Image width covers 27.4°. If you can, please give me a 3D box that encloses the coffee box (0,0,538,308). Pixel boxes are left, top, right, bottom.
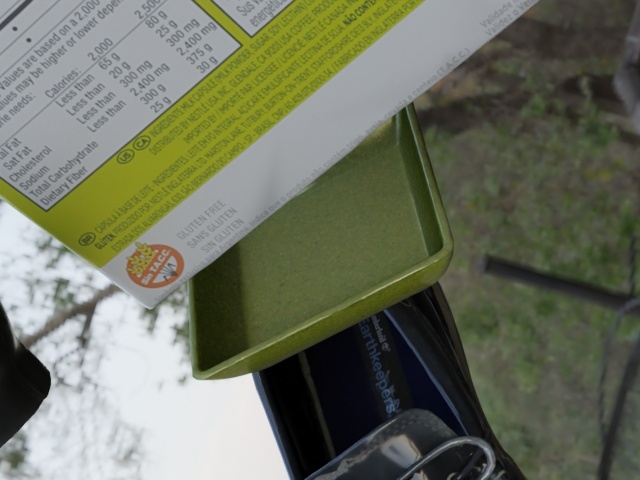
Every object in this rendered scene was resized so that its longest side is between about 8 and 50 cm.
[{"bbox_3d":[-0.093,-0.246,0.698,0.338,0.334,0.337,-38,34,19],"label":"coffee box"}]

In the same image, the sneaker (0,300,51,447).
[{"bbox_3d":[-0.244,0.086,0.624,0.118,0.222,0.083,69,-175,-57],"label":"sneaker"}]

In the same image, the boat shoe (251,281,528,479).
[{"bbox_3d":[0.063,0.187,0.914,0.156,0.187,0.500,23,-142,-50],"label":"boat shoe"}]

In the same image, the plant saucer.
[{"bbox_3d":[0.000,0.000,0.879,0.045,0.188,0.188,50,-161,-37],"label":"plant saucer"}]
